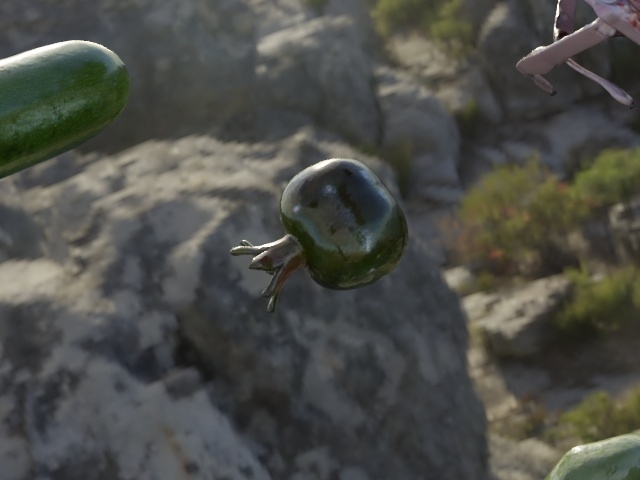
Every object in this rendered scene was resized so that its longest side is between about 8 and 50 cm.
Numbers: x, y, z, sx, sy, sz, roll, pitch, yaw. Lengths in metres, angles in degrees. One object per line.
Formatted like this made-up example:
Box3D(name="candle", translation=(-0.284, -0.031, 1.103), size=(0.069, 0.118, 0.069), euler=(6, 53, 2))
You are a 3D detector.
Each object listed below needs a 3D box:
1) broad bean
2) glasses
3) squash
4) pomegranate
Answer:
Box3D(name="broad bean", translation=(0.249, 0.266, 1.603), size=(0.169, 0.228, 0.100), euler=(-4, 43, -49))
Box3D(name="glasses", translation=(0.142, -0.164, 1.095), size=(0.095, 0.162, 0.255), euler=(-46, 11, 12))
Box3D(name="squash", translation=(-0.301, -0.086, 1.334), size=(0.101, 0.101, 0.379), euler=(5, 19, 42))
Box3D(name="pomegranate", translation=(0.000, 0.000, 1.864), size=(0.191, 0.152, 0.131), euler=(-36, -4, -10))
